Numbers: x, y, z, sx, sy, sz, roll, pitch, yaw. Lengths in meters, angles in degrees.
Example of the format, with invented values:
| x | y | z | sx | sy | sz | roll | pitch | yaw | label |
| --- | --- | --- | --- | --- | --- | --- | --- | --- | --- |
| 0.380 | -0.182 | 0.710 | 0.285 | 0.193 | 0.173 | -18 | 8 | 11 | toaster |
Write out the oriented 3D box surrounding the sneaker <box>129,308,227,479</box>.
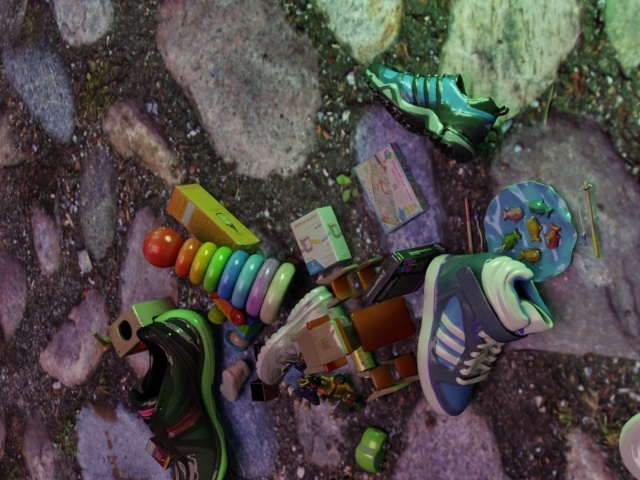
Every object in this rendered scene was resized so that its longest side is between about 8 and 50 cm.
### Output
| x | y | z | sx | sy | sz | roll | pitch | yaw | label |
| --- | --- | --- | --- | --- | --- | --- | --- | --- | --- |
| -0.347 | 0.407 | 2.181 | 0.185 | 0.202 | 0.482 | -11 | 86 | 57 | sneaker |

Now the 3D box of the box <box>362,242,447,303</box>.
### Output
| x | y | z | sx | sy | sz | roll | pitch | yaw | label |
| --- | --- | --- | --- | --- | --- | --- | --- | --- | --- |
| 0.162 | 0.061 | 1.773 | 0.029 | 0.162 | 0.116 | 48 | 122 | 23 | box |

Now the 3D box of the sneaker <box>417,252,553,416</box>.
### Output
| x | y | z | sx | sy | sz | roll | pitch | yaw | label |
| --- | --- | --- | --- | --- | --- | --- | --- | --- | --- |
| 0.306 | 0.183 | 1.686 | 0.236 | 0.130 | 0.322 | 6 | 99 | 45 | sneaker |

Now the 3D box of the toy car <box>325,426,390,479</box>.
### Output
| x | y | z | sx | sy | sz | roll | pitch | yaw | label |
| --- | --- | --- | --- | --- | --- | --- | --- | --- | --- |
| 0.094 | 0.503 | 1.963 | 0.239 | 0.053 | 0.224 | 17 | 107 | 35 | toy car |

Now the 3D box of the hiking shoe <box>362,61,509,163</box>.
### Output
| x | y | z | sx | sy | sz | roll | pitch | yaw | label |
| --- | --- | --- | --- | --- | --- | --- | --- | --- | --- |
| 0.209 | -0.264 | 1.746 | 0.132 | 0.113 | 0.304 | -47 | 58 | 0 | hiking shoe |

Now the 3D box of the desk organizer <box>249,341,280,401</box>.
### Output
| x | y | z | sx | sy | sz | roll | pitch | yaw | label |
| --- | --- | --- | --- | --- | --- | --- | --- | --- | --- |
| -0.133 | 0.299 | 2.111 | 0.047 | 0.050 | 0.130 | -5 | 94 | 38 | desk organizer |

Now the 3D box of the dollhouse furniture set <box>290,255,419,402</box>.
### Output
| x | y | z | sx | sy | sz | roll | pitch | yaw | label |
| --- | --- | --- | --- | --- | --- | --- | --- | --- | --- |
| 0.085 | 0.175 | 1.792 | 0.135 | 0.259 | 0.261 | -31 | 79 | 47 | dollhouse furniture set |

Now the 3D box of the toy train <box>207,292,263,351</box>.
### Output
| x | y | z | sx | sy | sz | roll | pitch | yaw | label |
| --- | --- | --- | --- | --- | --- | --- | --- | --- | --- |
| -0.226 | 0.131 | 2.137 | 0.248 | 0.105 | 0.143 | 46 | 135 | 23 | toy train |

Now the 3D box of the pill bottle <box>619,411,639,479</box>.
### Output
| x | y | z | sx | sy | sz | roll | pitch | yaw | label |
| --- | --- | --- | --- | --- | --- | --- | --- | --- | --- |
| 0.564 | 0.302 | 1.461 | 0.121 | 0.216 | 0.121 | 6 | 100 | 37 | pill bottle |

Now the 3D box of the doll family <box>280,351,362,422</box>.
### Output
| x | y | z | sx | sy | sz | roll | pitch | yaw | label |
| --- | --- | --- | --- | --- | --- | --- | --- | --- | --- |
| -0.001 | 0.306 | 1.969 | 0.193 | 0.076 | 0.111 | 19 | 136 | -5 | doll family |

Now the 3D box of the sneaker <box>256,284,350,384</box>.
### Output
| x | y | z | sx | sy | sz | roll | pitch | yaw | label |
| --- | --- | --- | --- | --- | --- | --- | --- | --- | --- |
| -0.042 | 0.229 | 1.997 | 0.115 | 0.105 | 0.281 | 46 | 124 | 17 | sneaker |

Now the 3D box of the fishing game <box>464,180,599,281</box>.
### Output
| x | y | z | sx | sy | sz | roll | pitch | yaw | label |
| --- | --- | --- | --- | --- | --- | --- | --- | --- | --- |
| 0.371 | -0.012 | 1.677 | 0.264 | 0.041 | 0.189 | -2 | 97 | 41 | fishing game |

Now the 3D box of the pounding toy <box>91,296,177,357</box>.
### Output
| x | y | z | sx | sy | sz | roll | pitch | yaw | label |
| --- | --- | --- | --- | --- | --- | --- | --- | --- | --- |
| -0.469 | 0.242 | 2.282 | 0.206 | 0.181 | 0.094 | -41 | 72 | 35 | pounding toy |

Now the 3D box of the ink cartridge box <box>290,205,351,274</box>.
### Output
| x | y | z | sx | sy | sz | roll | pitch | yaw | label |
| --- | --- | --- | --- | --- | --- | --- | --- | --- | --- |
| 0.000 | 0.000 | 1.961 | 0.089 | 0.052 | 0.122 | -29 | 78 | 37 | ink cartridge box |

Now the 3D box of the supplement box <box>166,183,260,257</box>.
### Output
| x | y | z | sx | sy | sz | roll | pitch | yaw | label |
| --- | --- | --- | --- | --- | --- | --- | --- | --- | --- |
| -0.248 | -0.036 | 2.135 | 0.233 | 0.078 | 0.080 | 39 | 119 | 28 | supplement box |

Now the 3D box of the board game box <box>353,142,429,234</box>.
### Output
| x | y | z | sx | sy | sz | roll | pitch | yaw | label |
| --- | --- | --- | --- | --- | --- | --- | --- | --- | --- |
| 0.140 | -0.103 | 1.852 | 0.103 | 0.026 | 0.154 | -33 | 76 | 36 | board game box |

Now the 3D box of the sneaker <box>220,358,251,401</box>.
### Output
| x | y | z | sx | sy | sz | roll | pitch | yaw | label |
| --- | --- | --- | --- | --- | --- | --- | --- | --- | --- |
| -0.194 | 0.325 | 2.172 | 0.051 | 0.070 | 0.134 | 37 | 148 | 18 | sneaker |

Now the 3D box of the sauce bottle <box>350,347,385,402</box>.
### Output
| x | y | z | sx | sy | sz | roll | pitch | yaw | label |
| --- | --- | --- | --- | --- | --- | --- | --- | --- | --- |
| 0.099 | 0.274 | 1.933 | 0.042 | 0.042 | 0.128 | -31 | 80 | 37 | sauce bottle |

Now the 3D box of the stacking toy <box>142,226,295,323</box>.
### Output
| x | y | z | sx | sy | sz | roll | pitch | yaw | label |
| --- | --- | --- | --- | --- | --- | --- | --- | --- | --- |
| -0.227 | 0.056 | 2.011 | 0.331 | 0.141 | 0.141 | 23 | 113 | 4 | stacking toy |

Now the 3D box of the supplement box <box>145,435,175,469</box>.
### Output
| x | y | z | sx | sy | sz | roll | pitch | yaw | label |
| --- | --- | --- | --- | --- | --- | --- | --- | --- | --- |
| -0.393 | 0.532 | 2.348 | 0.083 | 0.055 | 0.043 | 37 | 118 | 29 | supplement box |
